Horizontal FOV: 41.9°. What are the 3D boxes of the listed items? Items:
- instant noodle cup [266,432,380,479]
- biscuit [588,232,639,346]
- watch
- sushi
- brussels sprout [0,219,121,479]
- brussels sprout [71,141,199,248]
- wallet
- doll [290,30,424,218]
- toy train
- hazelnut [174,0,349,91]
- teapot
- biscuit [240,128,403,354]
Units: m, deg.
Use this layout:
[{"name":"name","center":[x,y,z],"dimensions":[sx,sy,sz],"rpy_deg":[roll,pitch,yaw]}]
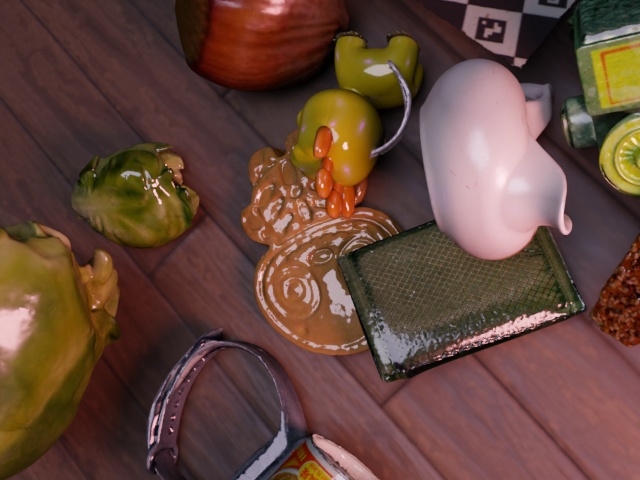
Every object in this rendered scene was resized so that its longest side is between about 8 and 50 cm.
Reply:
[{"name":"instant noodle cup","center":[-0.027,0.335,0.924],"dimensions":[0.193,0.193,0.212],"rpy_deg":[38,89,20]},{"name":"biscuit","center":[0.360,0.025,0.789],"dimensions":[0.131,0.026,0.236],"rpy_deg":[38,126,23]},{"name":"watch","center":[-0.123,0.227,1.024],"dimensions":[0.206,0.068,0.193],"rpy_deg":[-45,68,6]},{"name":"sushi","center":[0.184,-0.345,0.944],"dimensions":[0.292,0.059,0.294],"rpy_deg":[37,71,18]},{"name":"brussels sprout","center":[-0.397,0.115,0.963],"dimensions":[0.276,0.371,0.314],"rpy_deg":[25,86,1]},{"name":"brussels sprout","center":[-0.245,-0.054,1.089],"dimensions":[0.181,0.100,0.138],"rpy_deg":[-9,100,8]},{"name":"wallet","center":[0.154,0.050,0.936],"dimensions":[0.236,0.055,0.160],"rpy_deg":[-20,74,0]},{"name":"doll","center":[0.038,-0.130,0.957],"dimensions":[0.136,0.143,0.220],"rpy_deg":[9,62,20]},{"name":"toy train","center":[0.367,-0.161,0.811],"dimensions":[0.272,0.159,0.188],"rpy_deg":[-8,119,21]},{"name":"hazelnut","center":[-0.076,-0.289,1.018],"dimensions":[0.210,0.210,0.186],"rpy_deg":[-52,47,7]},{"name":"teapot","center":[0.180,-0.090,0.857],"dimensions":[0.140,0.204,0.298],"rpy_deg":[-11,36,16]},{"name":"biscuit","center":[0.000,0.000,1.021],"dimensions":[0.202,0.044,0.288],"rpy_deg":[-21,79,16]}]
